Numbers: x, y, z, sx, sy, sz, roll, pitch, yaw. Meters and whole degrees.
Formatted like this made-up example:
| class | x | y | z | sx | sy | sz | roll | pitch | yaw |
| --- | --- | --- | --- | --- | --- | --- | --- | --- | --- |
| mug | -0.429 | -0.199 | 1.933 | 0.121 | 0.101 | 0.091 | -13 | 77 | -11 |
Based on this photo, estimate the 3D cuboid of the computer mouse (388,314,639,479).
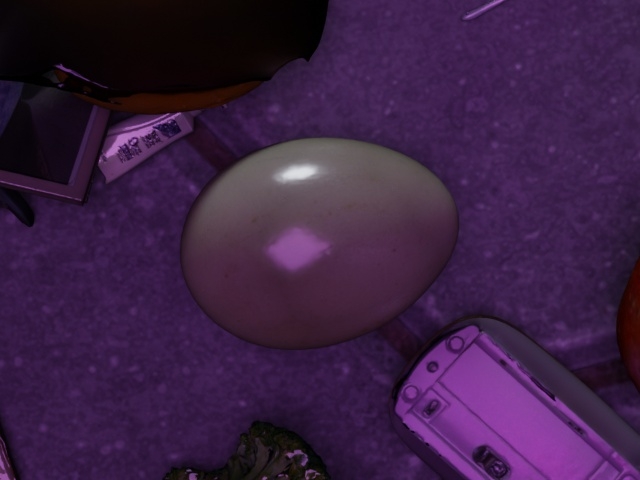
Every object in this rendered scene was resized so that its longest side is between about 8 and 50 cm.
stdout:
| class | x | y | z | sx | sy | sz | roll | pitch | yaw |
| --- | --- | --- | --- | --- | --- | --- | --- | --- | --- |
| computer mouse | 0.207 | 0.205 | 1.481 | 0.310 | 0.072 | 0.158 | 41 | 96 | -2 |

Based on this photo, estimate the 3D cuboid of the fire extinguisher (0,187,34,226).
| class | x | y | z | sx | sy | sz | roll | pitch | yaw |
| --- | --- | --- | --- | --- | --- | --- | --- | --- | --- |
| fire extinguisher | -0.428 | -0.059 | 1.469 | 0.311 | 0.095 | 0.114 | 5 | 139 | 3 |

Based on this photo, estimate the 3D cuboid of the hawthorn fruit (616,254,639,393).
| class | x | y | z | sx | sy | sz | roll | pitch | yaw |
| --- | --- | --- | --- | --- | --- | --- | --- | --- | --- |
| hawthorn fruit | 0.403 | 0.067 | 1.373 | 0.284 | 0.284 | 0.284 | 0 | 95 | 1 |

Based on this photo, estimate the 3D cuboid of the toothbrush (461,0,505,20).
| class | x | y | z | sx | sy | sz | roll | pitch | yaw |
| --- | --- | --- | --- | --- | --- | --- | --- | --- | --- |
| toothbrush | 0.193 | -0.234 | 1.475 | 0.131 | 0.011 | 0.013 | -24 | 106 | 3 |

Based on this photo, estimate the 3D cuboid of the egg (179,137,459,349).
| class | x | y | z | sx | sy | sz | roll | pitch | yaw |
| --- | --- | --- | --- | --- | --- | --- | --- | --- | --- |
| egg | 0.000 | 0.000 | 1.411 | 0.254 | 0.188 | 0.188 | -14 | 94 | -4 |

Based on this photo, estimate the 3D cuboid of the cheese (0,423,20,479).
| class | x | y | z | sx | sy | sz | roll | pitch | yaw |
| --- | --- | --- | --- | --- | --- | --- | --- | --- | --- |
| cheese | -0.345 | 0.184 | 1.515 | 0.085 | 0.034 | 0.400 | -19 | 95 | -1 |

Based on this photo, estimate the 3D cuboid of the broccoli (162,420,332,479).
| class | x | y | z | sx | sy | sz | roll | pitch | yaw |
| --- | --- | --- | --- | --- | --- | --- | --- | --- | --- |
| broccoli | -0.097 | 0.305 | 1.415 | 0.269 | 0.269 | 0.254 | -39 | 56 | 4 |

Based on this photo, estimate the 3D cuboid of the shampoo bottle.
| class | x | y | z | sx | sy | sz | roll | pitch | yaw |
| --- | --- | --- | --- | --- | --- | --- | --- | --- | --- |
| shampoo bottle | -0.154 | -0.108 | 1.484 | 0.141 | 0.034 | 0.049 | -30 | 88 | 2 |

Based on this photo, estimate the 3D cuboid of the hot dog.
| class | x | y | z | sx | sy | sz | roll | pitch | yaw |
| --- | --- | --- | --- | --- | --- | --- | --- | --- | --- |
| hot dog | -0.164 | -0.200 | 1.414 | 0.326 | 0.107 | 0.194 | 8 | 73 | -15 |

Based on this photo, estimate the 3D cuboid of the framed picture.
| class | x | y | z | sx | sy | sz | roll | pitch | yaw |
| --- | --- | --- | --- | --- | --- | --- | --- | --- | --- |
| framed picture | -0.316 | -0.139 | 1.446 | 0.260 | 0.023 | 0.189 | 13 | 64 | 2 |
